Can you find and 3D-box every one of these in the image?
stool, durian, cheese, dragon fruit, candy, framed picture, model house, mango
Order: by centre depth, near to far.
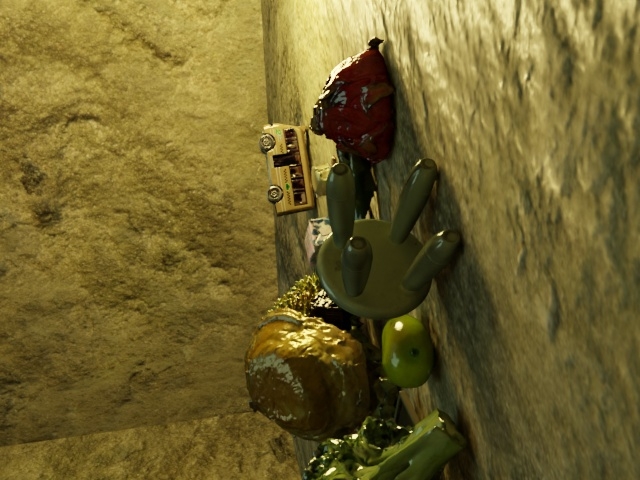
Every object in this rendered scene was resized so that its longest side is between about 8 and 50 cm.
[{"bbox_3d":[0.098,-0.005,1.325,0.198,0.195,0.195,98,163,-52],"label":"stool"},{"bbox_3d":[0.148,0.189,1.473,0.163,0.089,0.117,-110,17,-61],"label":"mango"},{"bbox_3d":[0.049,-0.257,1.607,0.224,0.148,0.218,106,157,-68],"label":"dragon fruit"},{"bbox_3d":[0.175,0.437,1.617,0.184,0.016,0.250,-115,22,-45],"label":"framed picture"},{"bbox_3d":[0.046,0.103,1.856,0.141,0.164,0.203,-115,21,-50],"label":"model house"},{"bbox_3d":[-0.024,0.203,2.060,0.291,0.291,0.224,101,154,-64],"label":"durian"},{"bbox_3d":[0.000,-0.169,2.340,0.171,0.047,0.092,-178,83,-82],"label":"cheese"},{"bbox_3d":[0.000,0.000,2.382,0.160,0.073,0.092,105,152,-66],"label":"candy"}]

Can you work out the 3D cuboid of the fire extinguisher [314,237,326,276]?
[{"bbox_3d":[0.033,0.086,2.181,0.118,0.093,0.294,53,160,18],"label":"fire extinguisher"}]

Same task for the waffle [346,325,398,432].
[{"bbox_3d":[0.117,0.359,1.878,0.317,0.073,0.297,-119,24,-62],"label":"waffle"}]

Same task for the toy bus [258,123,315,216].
[{"bbox_3d":[-0.104,-0.226,2.634,0.139,0.157,0.289,143,119,-86],"label":"toy bus"}]

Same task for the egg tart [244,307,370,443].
[{"bbox_3d":[-0.050,0.322,1.841,0.351,0.153,0.339,30,129,29],"label":"egg tart"}]

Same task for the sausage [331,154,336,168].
[{"bbox_3d":[0.037,-0.176,2.196,0.015,0.015,0.100,-116,22,-66],"label":"sausage"}]

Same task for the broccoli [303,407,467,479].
[{"bbox_3d":[0.132,0.430,1.369,0.249,0.302,0.375,63,-164,-8],"label":"broccoli"}]

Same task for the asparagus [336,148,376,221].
[{"bbox_3d":[0.075,-0.181,1.758,0.080,0.080,0.287,-167,65,-81],"label":"asparagus"}]

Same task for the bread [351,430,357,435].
[{"bbox_3d":[0.062,0.518,2.333,0.200,0.077,0.116,98,165,-53],"label":"bread"}]

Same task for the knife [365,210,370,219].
[{"bbox_3d":[0.110,-0.009,1.803,0.046,0.022,0.256,79,-177,-55],"label":"knife"}]

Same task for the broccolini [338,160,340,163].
[{"bbox_3d":[0.060,-0.189,2.022,0.057,0.071,0.254,-33,-45,-52],"label":"broccolini"}]
